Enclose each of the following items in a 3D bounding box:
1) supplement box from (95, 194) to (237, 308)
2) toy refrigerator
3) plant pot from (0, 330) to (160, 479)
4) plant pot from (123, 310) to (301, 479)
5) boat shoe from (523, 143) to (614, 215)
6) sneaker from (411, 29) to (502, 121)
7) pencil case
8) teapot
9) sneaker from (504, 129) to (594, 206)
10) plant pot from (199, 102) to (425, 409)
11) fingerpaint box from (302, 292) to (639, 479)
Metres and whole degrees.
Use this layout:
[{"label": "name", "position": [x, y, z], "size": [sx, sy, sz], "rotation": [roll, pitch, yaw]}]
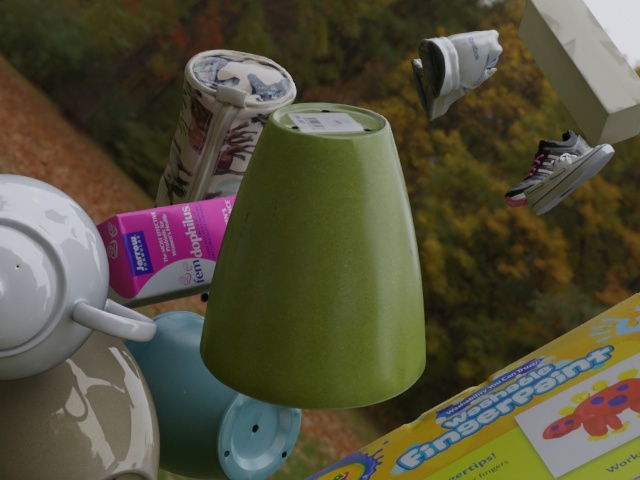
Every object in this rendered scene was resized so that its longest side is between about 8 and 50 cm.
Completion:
[{"label": "supplement box", "position": [-0.182, 0.016, 1.470], "size": [0.114, 0.220, 0.111], "rotation": [-21, -97, 52]}, {"label": "toy refrigerator", "position": [0.439, -0.293, 1.890], "size": [0.102, 0.094, 0.270], "rotation": [91, -24, -59]}, {"label": "plant pot", "position": [-0.310, 0.272, 1.418], "size": [0.191, 0.284, 0.284], "rotation": [41, -4, 36]}, {"label": "plant pot", "position": [-0.178, 0.278, 1.889], "size": [0.255, 0.272, 0.272], "rotation": [16, -21, 42]}, {"label": "boat shoe", "position": [0.236, -0.066, 1.096], "size": [0.035, 0.100, 0.035], "rotation": [-9, 62, -51]}, {"label": "sneaker", "position": [0.222, -0.270, 1.854], "size": [0.297, 0.129, 0.111], "rotation": [158, -85, -87]}, {"label": "pencil case", "position": [-0.168, -0.097, 1.708], "size": [0.159, 0.410, 0.184], "rotation": [18, 38, -8]}, {"label": "teapot", "position": [-0.347, 0.047, 1.249], "size": [0.253, 0.256, 0.187], "rotation": [65, -8, -9]}, {"label": "sneaker", "position": [0.348, -0.115, 1.768], "size": [0.075, 0.170, 0.063], "rotation": [57, -10, 7]}, {"label": "plant pot", "position": [0.000, 0.000, 1.320], "size": [0.275, 0.274, 0.294], "rotation": [40, -48, 54]}, {"label": "fingerpaint box", "position": [0.187, 0.259, 0.950], "size": [0.163, 0.444, 0.371], "rotation": [63, -4, -17]}]
